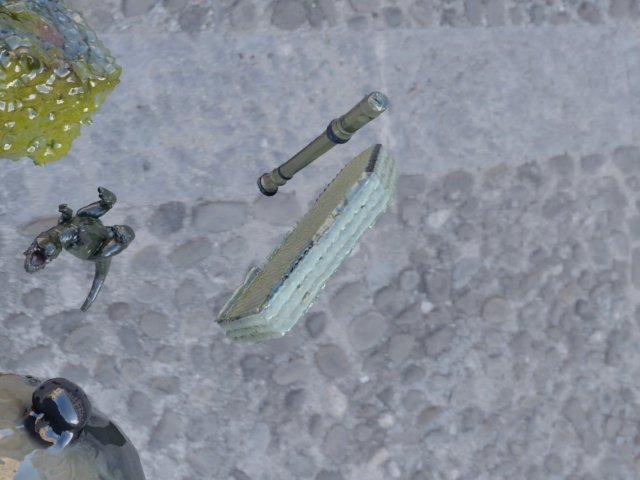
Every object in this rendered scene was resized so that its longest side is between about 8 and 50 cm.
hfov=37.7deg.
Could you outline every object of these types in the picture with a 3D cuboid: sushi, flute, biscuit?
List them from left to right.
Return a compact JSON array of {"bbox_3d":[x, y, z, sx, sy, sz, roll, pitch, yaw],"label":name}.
[{"bbox_3d":[-0.566,-0.324,1.548,0.396,0.240,0.351,4,48,-56],"label":"sushi"},{"bbox_3d":[-0.002,-0.090,0.900,0.027,0.233,0.027,9,70,-27],"label":"flute"},{"bbox_3d":[0.000,0.000,0.958,0.052,0.150,0.252,43,67,-11],"label":"biscuit"}]

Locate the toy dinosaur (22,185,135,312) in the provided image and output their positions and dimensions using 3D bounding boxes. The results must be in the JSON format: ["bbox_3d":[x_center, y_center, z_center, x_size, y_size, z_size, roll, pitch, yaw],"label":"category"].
[{"bbox_3d":[-0.326,0.016,1.189,0.187,0.179,0.087,0,57,-56],"label":"toy dinosaur"}]

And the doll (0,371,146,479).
[{"bbox_3d":[-0.284,0.222,0.593,0.382,0.378,0.252,23,38,-58],"label":"doll"}]
